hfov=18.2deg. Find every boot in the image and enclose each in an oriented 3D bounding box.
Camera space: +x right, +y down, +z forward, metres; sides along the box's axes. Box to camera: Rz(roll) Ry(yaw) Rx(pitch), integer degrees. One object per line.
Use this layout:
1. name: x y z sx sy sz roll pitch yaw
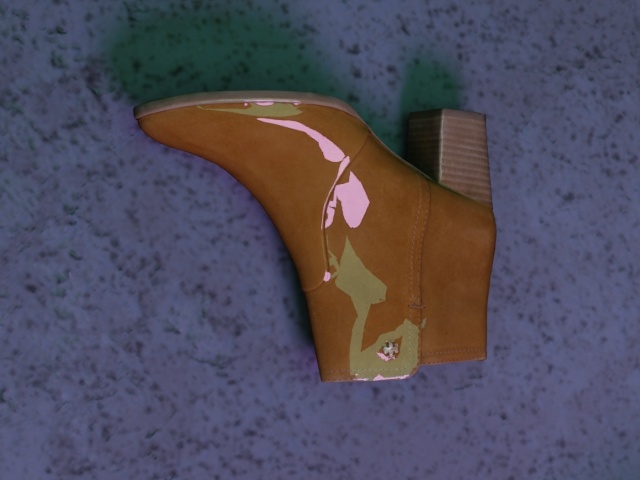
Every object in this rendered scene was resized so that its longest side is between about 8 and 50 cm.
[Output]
1. boot: 0.000 0.000 1.489 0.295 0.104 0.211 4 87 -22
